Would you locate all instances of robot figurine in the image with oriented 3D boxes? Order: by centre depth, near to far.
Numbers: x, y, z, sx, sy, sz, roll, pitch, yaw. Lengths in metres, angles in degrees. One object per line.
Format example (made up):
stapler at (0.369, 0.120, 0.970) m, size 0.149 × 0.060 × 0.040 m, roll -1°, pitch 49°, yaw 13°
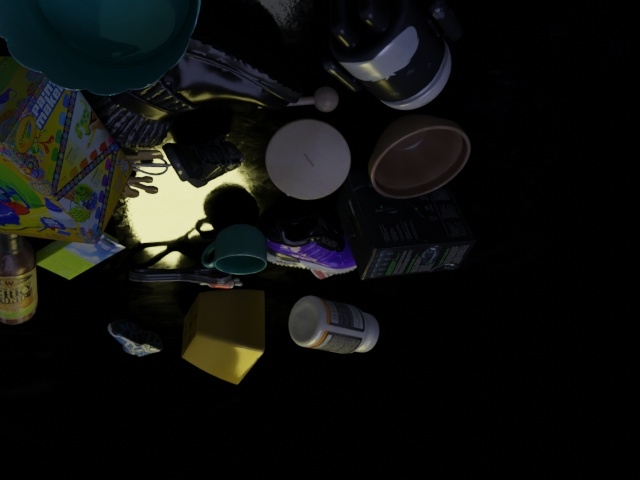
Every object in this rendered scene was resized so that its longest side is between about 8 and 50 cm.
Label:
robot figurine at (0.127, -0.360, 1.190) m, size 0.278 × 0.209 × 0.173 m, roll 29°, pitch 88°, yaw -47°

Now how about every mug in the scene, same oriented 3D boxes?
mug at (-0.213, 0.016, 1.621) m, size 0.158 × 0.097 × 0.129 m, roll 5°, pitch 154°, yaw -15°

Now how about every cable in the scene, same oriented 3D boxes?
cable at (-0.344, 0.105, 1.678) m, size 0.288 × 0.139 × 0.072 m, roll -6°, pitch 108°, yaw -22°

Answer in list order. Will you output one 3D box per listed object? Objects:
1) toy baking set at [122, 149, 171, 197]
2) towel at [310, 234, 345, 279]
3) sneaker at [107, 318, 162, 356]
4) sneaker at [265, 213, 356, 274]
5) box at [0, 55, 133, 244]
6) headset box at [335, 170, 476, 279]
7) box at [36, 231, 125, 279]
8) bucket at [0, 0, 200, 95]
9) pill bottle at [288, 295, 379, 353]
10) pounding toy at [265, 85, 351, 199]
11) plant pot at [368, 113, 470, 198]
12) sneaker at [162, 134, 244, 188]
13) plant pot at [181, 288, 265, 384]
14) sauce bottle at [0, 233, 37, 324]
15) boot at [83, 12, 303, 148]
toy baking set at (-0.414, -0.146, 1.313) m, size 0.197 × 0.030 × 0.256 m, roll 7°, pitch 158°, yaw -25°
towel at (0.055, 0.036, 1.849) m, size 0.197 × 0.029 × 0.144 m, roll -23°, pitch 143°, yaw 8°
sneaker at (-0.553, 0.295, 1.889) m, size 0.081 × 0.080 × 0.211 m, roll -29°, pitch 144°, yaw 10°
sneaker at (0.000, 0.001, 1.688) m, size 0.294 × 0.102 × 0.146 m, roll 5°, pitch 136°, yaw -20°
box at (-0.527, -0.150, 1.082) m, size 0.290 × 0.176 × 0.279 m, roll 6°, pitch 150°, yaw 17°
headset box at (0.193, -0.046, 1.595) m, size 0.283 × 0.246 × 0.131 m, roll -6°, pitch 144°, yaw -19°
box at (-0.565, 0.022, 1.526) m, size 0.178 × 0.042 × 0.109 m, roll -28°, pitch 146°, yaw 14°
bucket at (-0.303, -0.350, 0.906) m, size 0.282 × 0.183 × 0.281 m, roll -3°, pitch 115°, yaw -6°
pill bottle at (0.048, 0.276, 2.065) m, size 0.279 × 0.162 × 0.162 m, roll 19°, pitch 132°, yaw -41°
pounding toy at (-0.031, -0.216, 1.405) m, size 0.183 × 0.110 × 0.236 m, roll -8°, pitch 117°, yaw 4°
plant pot at (0.215, -0.212, 1.491) m, size 0.238 × 0.109 × 0.237 m, roll -11°, pitch 146°, yaw -8°
sneaker at (-0.237, -0.173, 1.316) m, size 0.130 × 0.087 × 0.227 m, roll -30°, pitch 172°, yaw 4°
plant pot at (-0.288, 0.262, 1.870) m, size 0.187 × 0.212 × 0.212 m, roll 16°, pitch 135°, yaw -23°
sauce bottle at (-0.703, 0.062, 1.460) m, size 0.112 × 0.111 × 0.344 m, roll -3°, pitch 143°, yaw -22°
boot at (-0.234, -0.263, 1.185) m, size 0.348 × 0.131 × 0.260 m, roll 19°, pitch 126°, yaw -28°
